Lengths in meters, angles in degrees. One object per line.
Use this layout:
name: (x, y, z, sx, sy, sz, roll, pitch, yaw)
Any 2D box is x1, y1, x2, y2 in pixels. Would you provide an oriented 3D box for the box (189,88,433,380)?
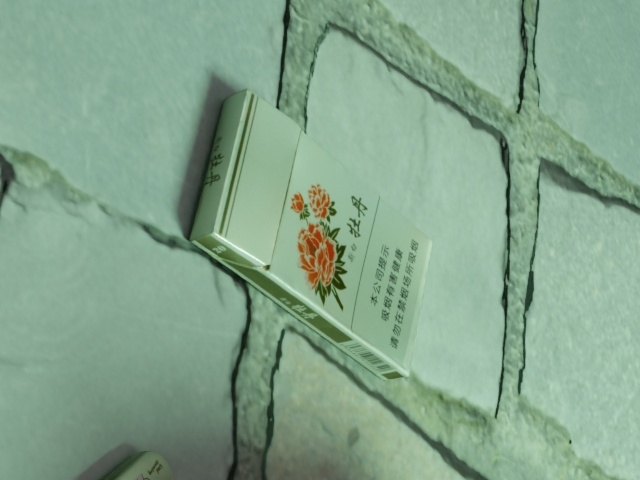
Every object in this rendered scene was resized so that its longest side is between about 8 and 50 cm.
box: (0.000, 0.000, 1.105, 0.198, 0.029, 0.109, 38, 51, -38)

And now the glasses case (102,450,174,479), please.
glasses case: (-0.109, 0.144, 0.933, 0.083, 0.021, 0.032, -39, 107, -49)
